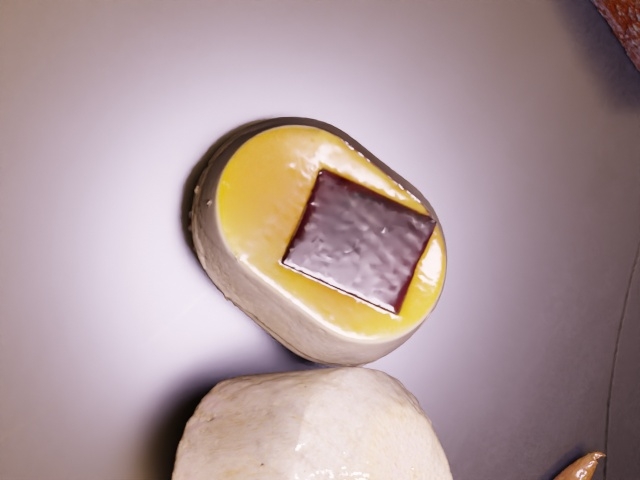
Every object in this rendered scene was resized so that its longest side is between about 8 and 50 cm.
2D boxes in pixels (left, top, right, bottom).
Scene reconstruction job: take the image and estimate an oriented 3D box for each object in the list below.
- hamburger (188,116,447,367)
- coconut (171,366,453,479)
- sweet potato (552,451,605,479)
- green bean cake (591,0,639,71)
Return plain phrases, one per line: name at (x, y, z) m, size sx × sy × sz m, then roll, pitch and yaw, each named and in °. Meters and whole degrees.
hamburger at (0.000, 0.000, 1.658) m, size 0.295 × 0.151 × 0.227 m, roll 39°, pitch 79°, yaw -4°
coconut at (-0.025, 0.275, 1.604) m, size 0.328 × 0.329 × 0.329 m, roll -1°, pitch 93°, yaw -12°
sweet potato at (0.231, 0.370, 1.764) m, size 0.072 × 0.066 × 0.314 m, roll 40°, pitch 84°, yaw 18°
green bean cake at (0.395, -0.260, 1.702) m, size 0.097 × 0.198 × 0.233 m, roll -37°, pitch 96°, yaw -9°
